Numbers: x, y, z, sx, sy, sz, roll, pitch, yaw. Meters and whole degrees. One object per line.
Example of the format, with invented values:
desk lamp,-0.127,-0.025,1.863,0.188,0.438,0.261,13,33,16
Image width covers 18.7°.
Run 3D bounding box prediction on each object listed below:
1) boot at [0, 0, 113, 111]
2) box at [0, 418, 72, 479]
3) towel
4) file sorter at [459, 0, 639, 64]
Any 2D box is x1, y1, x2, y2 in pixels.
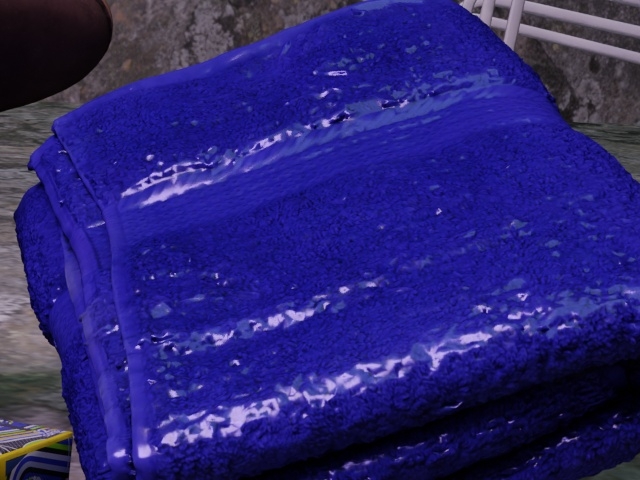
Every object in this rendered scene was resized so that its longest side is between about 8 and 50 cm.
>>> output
boot,-0.175,-0.044,0.768,0.248,0.090,0.207,-4,33,-26
box,-0.142,0.093,0.583,0.059,0.054,0.169,8,9,22
towel,0.000,0.000,0.724,0.228,0.076,0.308,-24,29,-3
file sorter,0.150,-0.048,1.017,0.193,0.173,0.278,13,-6,-6
